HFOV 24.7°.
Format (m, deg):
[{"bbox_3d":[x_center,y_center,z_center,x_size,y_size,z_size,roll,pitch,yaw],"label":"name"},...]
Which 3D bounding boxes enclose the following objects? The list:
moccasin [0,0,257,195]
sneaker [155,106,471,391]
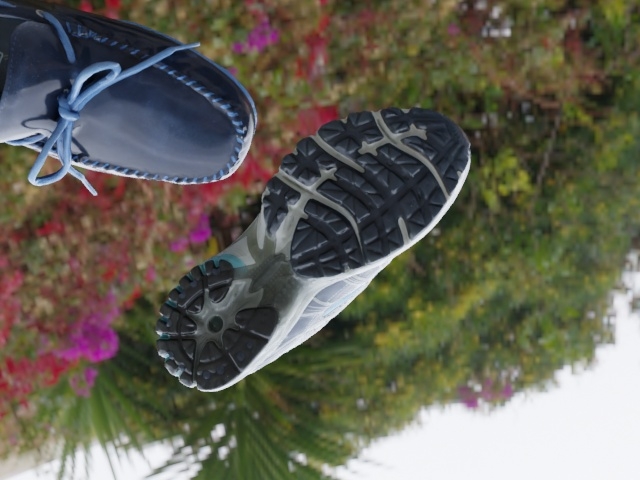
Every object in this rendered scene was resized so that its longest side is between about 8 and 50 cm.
[{"bbox_3d":[-0.218,-0.108,1.060,0.342,0.137,0.117,15,-162,-3],"label":"moccasin"},{"bbox_3d":[0.000,0.000,1.109,0.283,0.122,0.110,-39,-102,17],"label":"sneaker"}]
